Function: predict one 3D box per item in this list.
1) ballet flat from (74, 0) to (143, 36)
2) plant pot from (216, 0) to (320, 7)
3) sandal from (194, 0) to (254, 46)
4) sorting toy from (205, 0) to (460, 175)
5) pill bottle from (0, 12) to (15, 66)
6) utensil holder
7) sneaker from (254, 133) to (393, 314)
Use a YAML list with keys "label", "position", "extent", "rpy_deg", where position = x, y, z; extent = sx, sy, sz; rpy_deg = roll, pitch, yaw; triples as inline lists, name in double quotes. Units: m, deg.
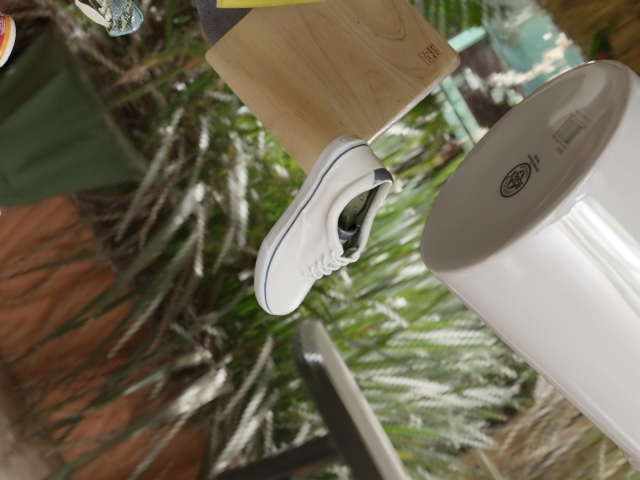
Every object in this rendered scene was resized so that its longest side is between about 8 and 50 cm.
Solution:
- label: "ballet flat"
  position: [-0.329, -0.362, 1.523]
  extent: [0.188, 0.070, 0.070]
  rpy_deg: [48, -2, 6]
- label: "plant pot"
  position: [0.005, -0.339, 1.018]
  extent: [0.212, 0.187, 0.212]
  rpy_deg: [-98, -164, -59]
- label: "sandal"
  position: [-0.146, -0.372, 1.568]
  extent: [0.255, 0.097, 0.054]
  rpy_deg: [63, 34, -12]
- label: "sorting toy"
  position: [0.020, -0.242, 1.508]
  extent: [0.257, 0.255, 0.089]
  rpy_deg: [49, 4, 16]
- label: "pill bottle"
  position: [-0.539, -0.316, 1.612]
  extent: [0.152, 0.086, 0.086]
  rpy_deg: [14, 32, -39]
- label: "utensil holder"
  position: [0.348, 0.038, 1.218]
  extent: [0.385, 0.327, 0.327]
  rpy_deg: [40, 5, -16]
- label: "sneaker"
  position: [0.000, 0.000, 1.295]
  extent: [0.094, 0.258, 0.091]
  rpy_deg: [-2, 40, -41]
